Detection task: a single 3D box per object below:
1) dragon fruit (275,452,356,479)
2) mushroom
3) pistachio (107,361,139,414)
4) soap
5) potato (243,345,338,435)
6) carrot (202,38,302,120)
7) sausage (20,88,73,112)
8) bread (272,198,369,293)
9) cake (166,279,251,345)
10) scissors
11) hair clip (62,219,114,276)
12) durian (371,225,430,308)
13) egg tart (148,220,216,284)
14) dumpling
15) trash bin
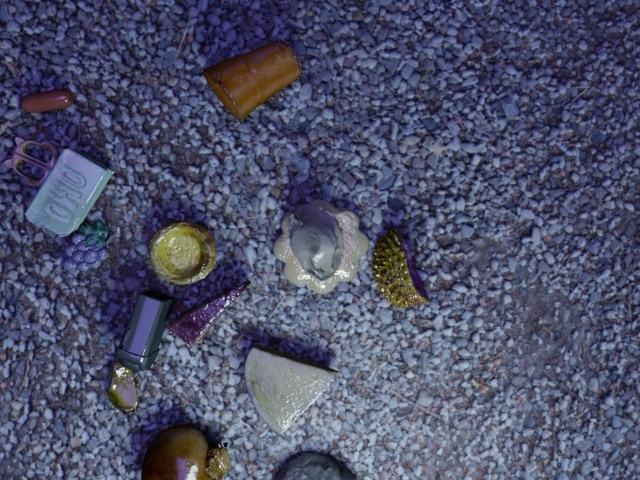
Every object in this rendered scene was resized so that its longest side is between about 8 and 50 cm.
[{"bbox_3d":[0.005,0.808,1.583,0.283,0.221,0.204,44,95,1],"label":"dragon fruit"},{"bbox_3d":[-0.418,0.700,1.580,0.283,0.195,0.263,-23,85,-2],"label":"mushroom"},{"bbox_3d":[-0.638,0.472,1.644,0.089,0.049,0.173,-13,88,-26],"label":"pistachio"},{"bbox_3d":[-0.784,-0.149,1.604,0.150,0.094,0.261,32,92,-7],"label":"soap"},{"bbox_3d":[-0.123,0.425,1.632,0.255,0.112,0.269,44,86,3],"label":"potato"},{"bbox_3d":[-0.208,-0.516,1.596,0.254,0.196,0.196,-37,91,-8],"label":"carrot"},{"bbox_3d":[-0.866,-0.442,1.630,0.154,0.062,0.062,-11,90,-2],"label":"sausage"},{"bbox_3d":[0.001,0.017,1.662,0.316,0.054,0.316,0,92,-2],"label":"bread"},{"bbox_3d":[-0.337,0.226,1.623,0.295,0.116,0.113,-36,95,1],"label":"cake"},{"bbox_3d":[-0.846,-0.221,1.650,0.317,0.024,0.160,25,89,-4],"label":"scissors"},{"bbox_3d":[-0.741,0.027,1.649,0.124,0.052,0.195,28,81,-11],"label":"hair clip"},{"bbox_3d":[0.246,0.094,1.624,0.153,0.186,0.260,-22,78,-8],"label":"durian"},{"bbox_3d":[-0.431,0.039,1.630,0.212,0.090,0.213,0,88,0],"label":"egg tart"},{"bbox_3d":[0.000,0.000,1.586,0.172,0.142,0.247,-14,83,-36],"label":"dumpling"},{"bbox_3d":[-0.540,0.280,1.586,0.101,0.177,0.236,19,87,-1],"label":"trash bin"}]
